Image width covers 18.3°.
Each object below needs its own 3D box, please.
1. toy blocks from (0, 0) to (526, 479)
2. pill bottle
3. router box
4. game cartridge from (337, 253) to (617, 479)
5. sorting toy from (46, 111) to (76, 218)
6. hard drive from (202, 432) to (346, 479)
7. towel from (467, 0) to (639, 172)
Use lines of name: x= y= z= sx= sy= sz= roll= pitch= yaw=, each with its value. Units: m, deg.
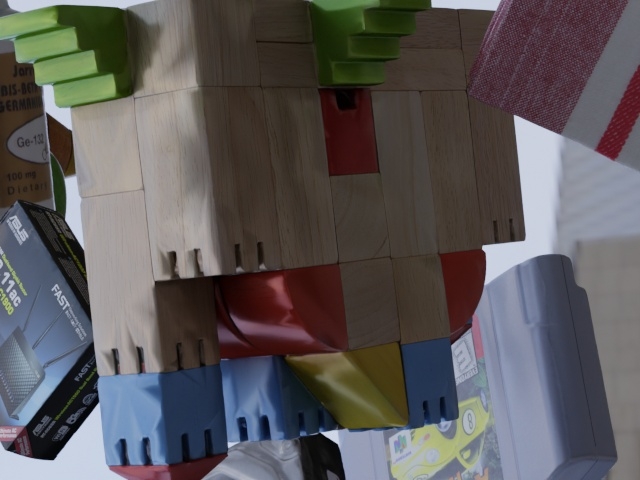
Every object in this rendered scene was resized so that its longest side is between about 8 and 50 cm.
toy blocks: x=0.000 y=0.000 z=1.133 sx=0.381 sy=0.191 sz=0.261 roll=-6 pitch=-90 yaw=-51
pill bottle: x=-0.276 y=-0.118 z=1.508 sx=0.131 sy=0.131 sz=0.229 roll=-15 pitch=-77 yaw=-55
router box: x=-0.162 y=0.050 z=1.128 sx=0.038 sy=0.092 sz=0.122 roll=20 pitch=-155 yaw=-48
game cartridge: x=0.112 y=0.156 z=1.561 sx=0.060 sy=0.294 sz=0.196 roll=7 pitch=-119 yaw=-34
sorting toy: x=-0.217 y=-0.024 z=1.724 sx=0.126 sy=0.365 sz=0.127 roll=11 pitch=-66 yaw=-29
hard drive: x=-0.120 y=0.289 z=1.311 sx=0.064 sy=0.339 sz=0.237 roll=36 pitch=-146 yaw=-46
towel: x=0.273 y=-0.119 z=1.075 sx=0.037 sy=0.329 sz=0.237 roll=-83 pitch=19 yaw=-75
